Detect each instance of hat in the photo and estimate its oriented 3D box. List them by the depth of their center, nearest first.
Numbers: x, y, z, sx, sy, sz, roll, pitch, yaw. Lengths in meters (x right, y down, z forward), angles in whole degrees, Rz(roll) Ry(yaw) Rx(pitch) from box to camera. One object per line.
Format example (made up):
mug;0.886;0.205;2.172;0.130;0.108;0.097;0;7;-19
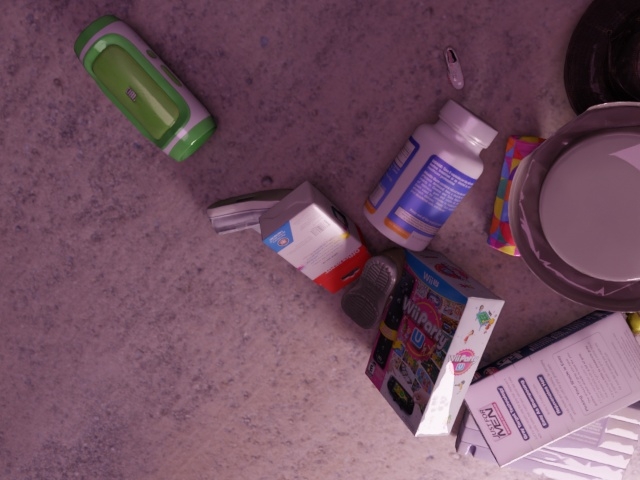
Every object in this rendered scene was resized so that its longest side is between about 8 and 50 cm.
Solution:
hat;0.585;-0.321;1.059;0.331;0.134;0.332;0;90;7

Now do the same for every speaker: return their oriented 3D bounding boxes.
speaker;-0.350;-0.303;1.271;0.131;0.131;0.296;-41;96;18

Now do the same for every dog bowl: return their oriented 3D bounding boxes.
dog bowl;0.502;-0.060;1.061;0.348;0.102;0.349;9;109;27

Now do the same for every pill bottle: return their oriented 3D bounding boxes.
pill bottle;0.213;-0.127;1.213;0.152;0.152;0.272;34;109;-2

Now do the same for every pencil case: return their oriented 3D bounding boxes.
pencil case;0.390;-0.085;1.226;0.104;0.104;0.237;10;110;7

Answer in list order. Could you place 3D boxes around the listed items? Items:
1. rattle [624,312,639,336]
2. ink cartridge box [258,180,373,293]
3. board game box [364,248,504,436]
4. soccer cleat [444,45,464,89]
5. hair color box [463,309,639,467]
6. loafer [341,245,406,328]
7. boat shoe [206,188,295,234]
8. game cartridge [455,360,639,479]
rattle;0.679;0.103;1.266;0.199;0.143;0.130;-27;133;1
ink cartridge box;0.000;0.000;1.296;0.134;0.078;0.231;-36;130;17
board game box;0.215;0.198;1.266;0.097;0.224;0.304;7;110;-28
soccer cleat;0.254;-0.329;1.206;0.029;0.035;0.083;-14;103;13
hair color box;0.466;0.289;1.265;0.347;0.105;0.174;-27;85;3
loafer;0.118;0.098;1.299;0.094;0.087;0.251;43;145;11
boat shoe;-0.128;-0.055;1.338;0.227;0.079;0.081;-7;112;18
game cartridge;0.495;0.402;1.373;0.354;0.068;0.230;14;104;6
